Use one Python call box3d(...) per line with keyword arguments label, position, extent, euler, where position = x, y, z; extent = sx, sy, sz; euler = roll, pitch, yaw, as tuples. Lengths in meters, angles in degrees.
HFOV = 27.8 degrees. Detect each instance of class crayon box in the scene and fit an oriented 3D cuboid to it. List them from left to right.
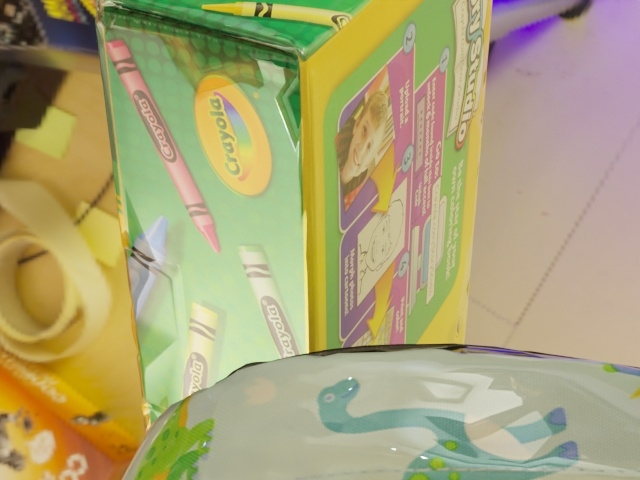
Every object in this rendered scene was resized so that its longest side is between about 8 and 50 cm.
box3d(label="crayon box", position=(0.000, 0.000, 0.533), extent=(0.081, 0.165, 0.279), euler=(17, 130, 22))

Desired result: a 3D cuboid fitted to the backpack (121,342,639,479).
box3d(label="backpack", position=(0.093, 0.155, 0.382), extent=(0.355, 0.290, 0.273), euler=(22, 57, 4))
